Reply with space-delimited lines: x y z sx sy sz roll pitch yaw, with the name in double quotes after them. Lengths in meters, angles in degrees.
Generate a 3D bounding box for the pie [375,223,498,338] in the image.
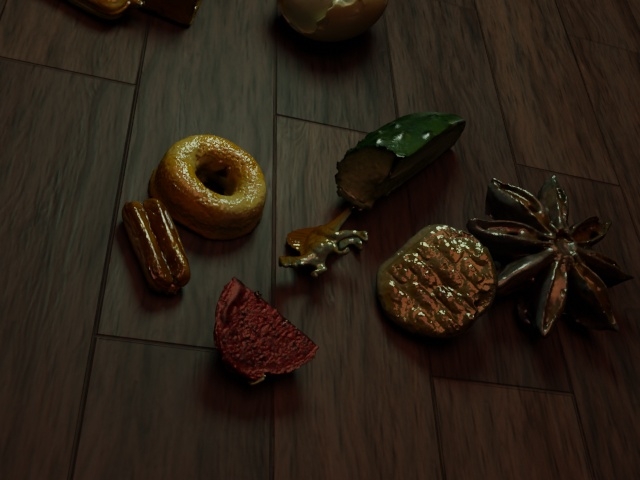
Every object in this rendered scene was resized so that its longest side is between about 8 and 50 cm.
0.186 0.069 1.197 0.195 0.046 0.195 -4 65 8 "pie"

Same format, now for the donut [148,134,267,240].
-0.173 -0.092 1.203 0.190 0.075 0.174 44 51 13 "donut"

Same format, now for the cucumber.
0.156 -0.175 1.350 0.105 0.145 0.325 43 42 14 "cucumber"

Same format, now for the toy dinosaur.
0.000 0.001 1.225 0.142 0.057 0.212 -3 23 -4 "toy dinosaur"

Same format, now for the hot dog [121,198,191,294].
-0.241 0.007 1.119 0.071 0.045 0.165 -11 59 -30 "hot dog"

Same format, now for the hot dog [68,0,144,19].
-0.438 -0.482 1.397 0.249 0.076 0.102 28 86 2 "hot dog"

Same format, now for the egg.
0.035 -0.501 1.519 0.244 0.201 0.201 -16 61 -44 "egg"

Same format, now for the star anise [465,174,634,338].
0.388 0.028 1.308 0.331 0.118 0.332 13 56 -20 "star anise"

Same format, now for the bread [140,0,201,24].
-0.279 -0.524 1.440 0.143 0.158 0.149 16 46 -7 "bread"

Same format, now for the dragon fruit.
-0.099 0.140 1.058 0.162 0.083 0.106 42 67 -11 "dragon fruit"
